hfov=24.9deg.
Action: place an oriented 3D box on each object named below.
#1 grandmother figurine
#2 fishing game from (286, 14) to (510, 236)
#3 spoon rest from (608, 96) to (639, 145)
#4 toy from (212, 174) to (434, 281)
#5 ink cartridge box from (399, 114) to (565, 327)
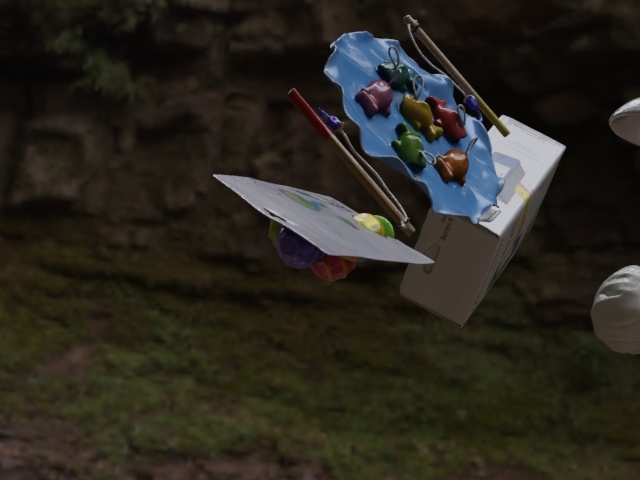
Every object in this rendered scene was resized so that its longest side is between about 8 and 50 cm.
[{"bbox_3d":[0.408,0.098,1.556,0.342,0.208,0.104,18,-49,-42],"label":"grandmother figurine"},{"bbox_3d":[0.082,-0.095,1.134,0.041,0.264,0.189,-41,-93,31],"label":"fishing game"},{"bbox_3d":[0.496,-0.131,1.809,0.276,0.084,0.137,5,-16,27],"label":"spoon rest"},{"bbox_3d":[0.000,0.000,1.353,0.137,0.056,0.237,33,15,24],"label":"toy"},{"bbox_3d":[0.190,-0.024,1.702,0.093,0.212,0.154,29,-47,14],"label":"ink cartridge box"}]
